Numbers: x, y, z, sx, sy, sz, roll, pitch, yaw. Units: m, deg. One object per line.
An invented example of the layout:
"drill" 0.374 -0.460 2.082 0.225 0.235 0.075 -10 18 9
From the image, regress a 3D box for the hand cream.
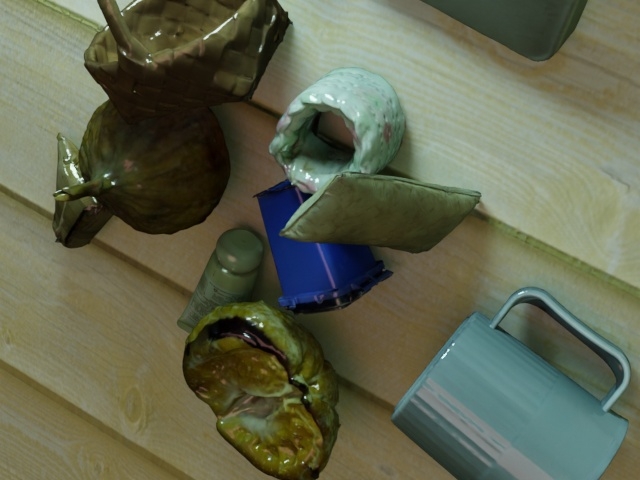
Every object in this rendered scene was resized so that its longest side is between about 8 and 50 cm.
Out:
"hand cream" -0.191 0.108 1.937 0.147 0.093 0.306 30 129 7

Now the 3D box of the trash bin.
"trash bin" 0.000 0.000 1.725 0.184 0.162 0.235 -12 102 40

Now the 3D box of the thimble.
"thimble" 0.023 -0.176 1.614 0.211 0.149 0.185 -6 115 34

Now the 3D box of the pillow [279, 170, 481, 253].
"pillow" 0.104 -0.040 1.584 0.185 0.302 0.075 -46 49 42

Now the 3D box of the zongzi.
"zongzi" -0.511 -0.097 2.016 0.197 0.099 0.194 53 130 9

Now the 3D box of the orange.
"orange" -0.097 0.272 1.892 0.270 0.210 0.369 -22 104 31

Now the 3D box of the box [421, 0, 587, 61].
"box" 0.208 -0.444 1.311 0.367 0.090 0.373 33 157 12

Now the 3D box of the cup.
"cup" 0.318 0.280 1.622 0.311 0.257 0.331 38 130 9

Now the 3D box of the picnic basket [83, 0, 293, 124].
"picnic basket" -0.248 -0.378 1.552 0.337 0.293 0.337 13 140 11

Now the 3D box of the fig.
"fig" -0.345 -0.126 1.732 0.286 0.368 0.286 13 114 32
